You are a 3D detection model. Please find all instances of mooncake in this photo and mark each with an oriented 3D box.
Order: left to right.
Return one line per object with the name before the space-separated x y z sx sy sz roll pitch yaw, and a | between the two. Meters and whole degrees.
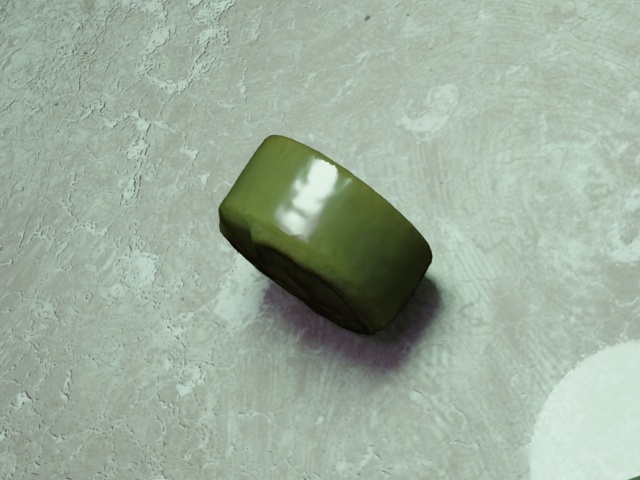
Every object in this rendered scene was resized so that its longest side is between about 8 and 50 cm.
mooncake | 0.000 0.000 2.051 0.284 0.284 0.155 27 75 37

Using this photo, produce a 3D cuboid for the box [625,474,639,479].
box | 0.349 0.375 1.660 0.291 0.166 0.220 -27 42 23
